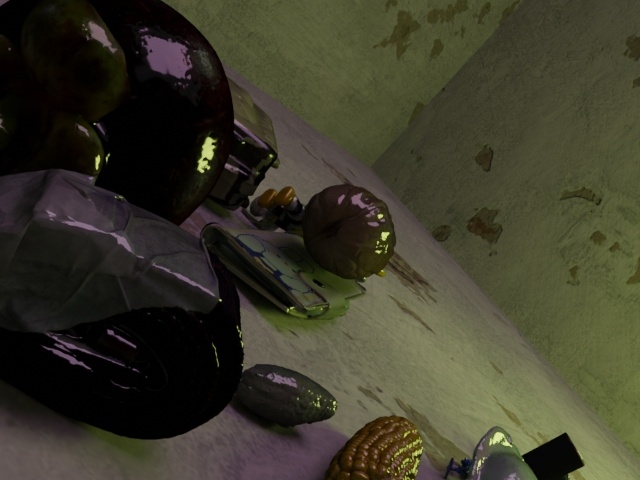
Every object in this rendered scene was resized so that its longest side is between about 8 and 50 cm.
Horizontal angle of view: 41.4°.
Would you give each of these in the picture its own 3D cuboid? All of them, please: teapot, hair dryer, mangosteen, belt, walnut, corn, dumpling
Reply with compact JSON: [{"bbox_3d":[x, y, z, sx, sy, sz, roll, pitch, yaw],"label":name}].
[{"bbox_3d":[-0.116,-0.055,1.741,0.083,0.064,0.064,-4,46,-28],"label":"teapot"},{"bbox_3d":[0.459,0.482,1.662,0.255,0.128,0.070,61,3,-41],"label":"hair dryer"},{"bbox_3d":[-0.255,-0.134,0.911,0.330,0.330,0.330,40,12,-10],"label":"mangosteen"},{"bbox_3d":[-0.200,0.060,0.747,0.289,0.184,0.164,32,20,-22],"label":"belt"},{"bbox_3d":[0.056,-0.015,1.531,0.178,0.178,0.230,45,9,10],"label":"walnut"},{"bbox_3d":[0.075,0.277,1.054,0.101,0.101,0.310,45,13,11],"label":"corn"},{"bbox_3d":[0.281,0.382,1.337,0.217,0.105,0.149,31,20,-41],"label":"dumpling"}]

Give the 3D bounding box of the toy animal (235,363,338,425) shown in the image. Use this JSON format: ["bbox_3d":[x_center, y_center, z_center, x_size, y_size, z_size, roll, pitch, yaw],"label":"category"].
[{"bbox_3d":[-0.091,0.169,1.027,0.253,0.070,0.079,26,-19,-18],"label":"toy animal"}]

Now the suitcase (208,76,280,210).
[{"bbox_3d":[-0.242,-0.245,1.660,0.339,0.194,0.351,36,13,-18],"label":"suitcase"}]

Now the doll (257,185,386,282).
[{"bbox_3d":[0.003,0.000,1.714,0.316,0.146,0.103,46,32,-35],"label":"doll"}]

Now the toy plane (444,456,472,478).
[{"bbox_3d":[0.250,0.381,1.407,0.062,0.054,0.167,20,-2,31],"label":"toy plane"}]

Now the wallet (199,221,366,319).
[{"bbox_3d":[-0.057,0.056,1.480,0.223,0.077,0.309,43,13,17],"label":"wallet"}]
